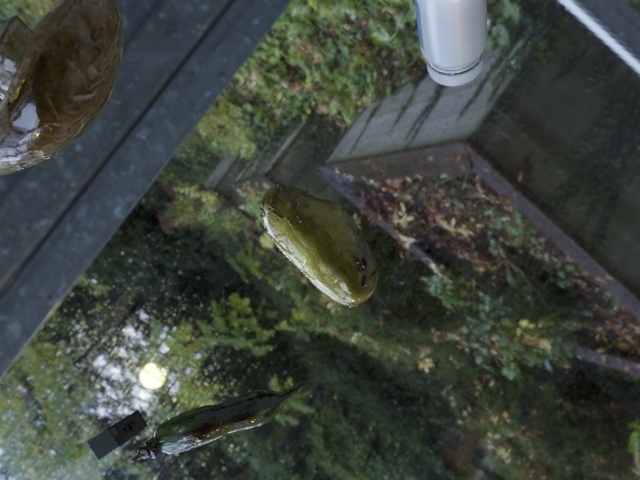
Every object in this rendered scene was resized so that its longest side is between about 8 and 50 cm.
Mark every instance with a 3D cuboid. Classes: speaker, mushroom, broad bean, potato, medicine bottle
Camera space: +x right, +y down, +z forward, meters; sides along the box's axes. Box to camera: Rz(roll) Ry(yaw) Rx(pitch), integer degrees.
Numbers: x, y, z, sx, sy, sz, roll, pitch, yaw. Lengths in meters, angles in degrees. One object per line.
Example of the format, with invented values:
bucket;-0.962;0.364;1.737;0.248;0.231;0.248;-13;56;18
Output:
speaker;-0.365;0.351;1.200;0.040;0.046;0.191;55;176;5
mushroom;-0.343;-0.180;0.801;0.156;0.286;0.151;35;-166;-26
broad bean;-0.156;0.299;1.113;0.077;0.338;0.061;-35;69;52
potato;0.000;0.000;1.334;0.300;0.173;0.140;46;133;10
medicine bottle;0.196;-0.326;0.981;0.102;0.103;0.187;32;163;27
